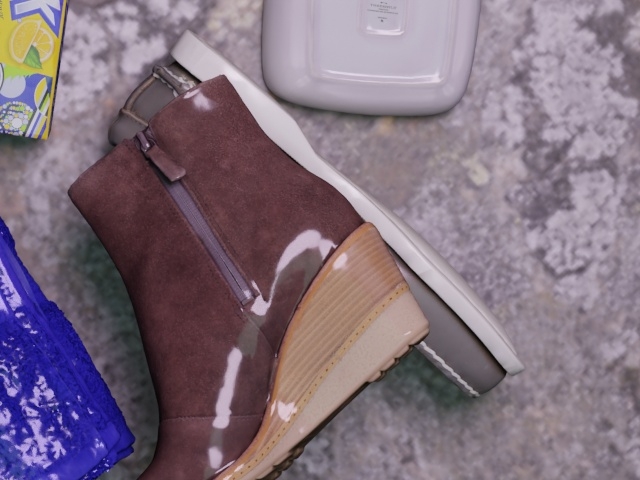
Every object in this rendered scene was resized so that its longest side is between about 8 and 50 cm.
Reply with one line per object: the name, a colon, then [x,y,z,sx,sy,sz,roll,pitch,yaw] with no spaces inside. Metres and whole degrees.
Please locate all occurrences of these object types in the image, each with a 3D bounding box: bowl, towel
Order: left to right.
towel: [-0.269,0.044,1.149,0.228,0.076,0.308,-29,86,-30]
bowl: [0.037,-0.148,1.242,0.142,0.053,0.142,3,100,-10]

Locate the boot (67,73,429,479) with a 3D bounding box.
boot: [-0.083,0.050,1.151,0.248,0.090,0.207,-42,81,-3]

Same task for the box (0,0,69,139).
box: [-0.186,-0.151,1.211,0.059,0.054,0.168,8,98,-9]

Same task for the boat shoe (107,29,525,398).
boat shoe: [0.000,-0.001,1.238,0.305,0.109,0.091,43,93,-6]
